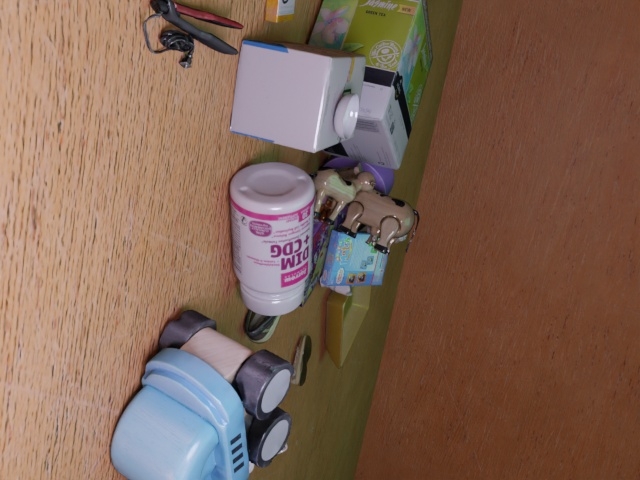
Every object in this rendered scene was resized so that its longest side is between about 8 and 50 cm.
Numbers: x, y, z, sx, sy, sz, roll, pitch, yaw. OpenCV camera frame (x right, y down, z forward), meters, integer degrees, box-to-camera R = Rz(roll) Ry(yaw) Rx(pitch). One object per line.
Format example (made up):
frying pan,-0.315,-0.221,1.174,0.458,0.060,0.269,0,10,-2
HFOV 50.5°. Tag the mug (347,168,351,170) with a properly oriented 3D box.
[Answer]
mug,0.137,-0.187,1.970,0.150,0.113,0.169,-60,137,-81

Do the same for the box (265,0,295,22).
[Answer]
box,-0.068,-0.472,1.240,0.081,0.028,0.136,-44,144,-61

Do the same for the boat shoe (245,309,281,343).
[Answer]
boat shoe,-0.110,0.129,1.567,0.073,0.080,0.223,75,37,-70

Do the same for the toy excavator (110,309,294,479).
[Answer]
toy excavator,-0.264,0.405,1.140,0.445,0.222,0.433,-42,146,-40

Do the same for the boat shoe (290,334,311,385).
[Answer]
boat shoe,-0.063,0.357,2.037,0.056,0.048,0.153,6,92,-62

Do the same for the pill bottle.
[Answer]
pill bottle,-0.095,0.003,1.345,0.160,0.160,0.283,-57,157,-48

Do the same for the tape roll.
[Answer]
tape roll,0.095,-0.160,1.808,0.080,0.189,0.189,-59,158,-47

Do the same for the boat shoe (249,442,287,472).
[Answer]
boat shoe,-0.175,0.457,1.467,0.277,0.096,0.098,-7,139,-48

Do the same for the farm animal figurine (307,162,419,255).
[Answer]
farm animal figurine,0.091,-0.097,1.635,0.172,0.327,0.330,-62,-178,1

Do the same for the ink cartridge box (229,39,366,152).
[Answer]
ink cartridge box,-0.034,-0.277,1.272,0.233,0.171,0.168,-38,141,-66

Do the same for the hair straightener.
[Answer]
hair straightener,-0.181,-0.289,0.975,0.230,0.047,0.089,-23,126,-71

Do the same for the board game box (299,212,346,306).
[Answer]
board game box,0.000,0.000,1.900,0.347,0.056,0.208,-57,153,-47

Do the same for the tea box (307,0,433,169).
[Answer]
tea box,0.110,-0.384,1.586,0.329,0.220,0.323,44,61,-72

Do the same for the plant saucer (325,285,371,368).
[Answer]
plant saucer,0.095,0.223,2.381,0.332,0.081,0.333,-59,158,-46

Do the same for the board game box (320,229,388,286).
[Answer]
board game box,0.107,0.052,1.966,0.211,0.039,0.160,2,106,-40

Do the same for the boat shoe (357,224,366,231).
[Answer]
boat shoe,0.141,-0.088,2.216,0.130,0.132,0.355,-96,-176,-49

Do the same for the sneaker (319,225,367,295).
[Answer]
sneaker,0.132,0.063,2.107,0.297,0.129,0.111,-46,146,-18

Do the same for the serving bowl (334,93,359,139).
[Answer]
serving bowl,0.043,-0.224,1.216,0.083,0.027,0.083,15,90,-75
